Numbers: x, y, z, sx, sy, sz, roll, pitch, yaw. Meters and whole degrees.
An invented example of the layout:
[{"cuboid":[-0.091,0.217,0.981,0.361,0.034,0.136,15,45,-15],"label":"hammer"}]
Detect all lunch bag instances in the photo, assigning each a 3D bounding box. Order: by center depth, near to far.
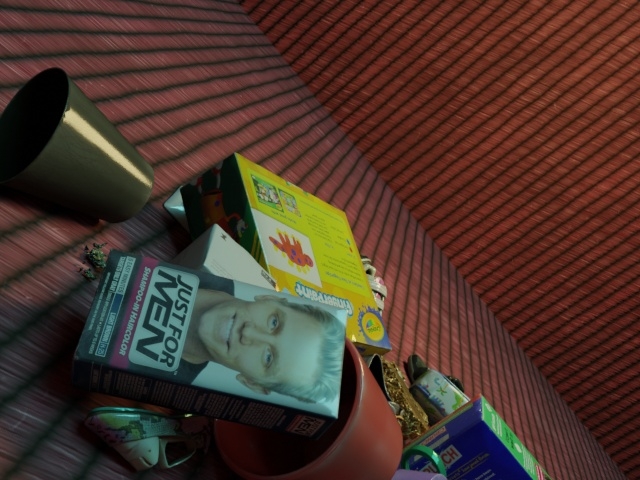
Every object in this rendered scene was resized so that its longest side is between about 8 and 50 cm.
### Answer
[{"cuboid":[0.322,0.437,1.807,0.219,0.090,0.176,44,-18,10],"label":"lunch bag"}]

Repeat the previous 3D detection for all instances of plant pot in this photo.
[{"cuboid":[0.000,0.301,1.164,0.243,0.275,0.275,48,15,-43],"label":"plant pot"}]

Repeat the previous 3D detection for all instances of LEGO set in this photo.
[{"cuboid":[-0.365,0.034,1.141,0.054,0.023,0.083,48,31,-4],"label":"LEGO set"}]

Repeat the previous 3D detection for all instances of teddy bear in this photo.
[{"cuboid":[0.150,0.362,1.675,0.245,0.113,0.338,48,9,-37],"label":"teddy bear"}]

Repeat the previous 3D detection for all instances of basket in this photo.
[{"cuboid":[-0.393,-0.133,1.162,0.154,0.204,0.227,11,-17,34],"label":"basket"}]

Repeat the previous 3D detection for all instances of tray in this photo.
[{"cuboid":[-0.223,-0.008,1.557,0.270,0.030,0.145,48,17,-13],"label":"tray"}]

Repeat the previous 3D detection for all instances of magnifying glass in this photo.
[{"cuboid":[0.207,0.511,1.401,0.026,0.092,0.231,-22,112,-50],"label":"magnifying glass"}]

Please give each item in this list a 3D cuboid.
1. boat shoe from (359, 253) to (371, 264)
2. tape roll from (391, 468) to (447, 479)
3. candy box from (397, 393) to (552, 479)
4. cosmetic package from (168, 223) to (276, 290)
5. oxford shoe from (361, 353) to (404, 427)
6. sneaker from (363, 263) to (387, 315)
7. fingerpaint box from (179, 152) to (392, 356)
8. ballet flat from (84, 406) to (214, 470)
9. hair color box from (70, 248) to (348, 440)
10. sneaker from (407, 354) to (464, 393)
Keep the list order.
[{"cuboid":[0.084,0.050,2.117,0.233,0.084,0.079,9,53,-63],"label":"boat shoe"},{"cuboid":[0.175,0.517,1.288,0.189,0.080,0.189,9,80,-59],"label":"tape roll"},{"cuboid":[0.324,0.528,1.474,0.317,0.268,0.122,50,16,-6],"label":"candy box"},{"cuboid":[-0.191,0.104,1.158,0.151,0.183,0.151,45,18,-19],"label":"cosmetic package"},{"cuboid":[0.103,0.386,1.409,0.130,0.132,0.364,36,29,-44],"label":"oxford shoe"},{"cuboid":[0.132,0.157,1.985,0.103,0.111,0.252,34,25,-44],"label":"sneaker"},{"cuboid":[-0.064,0.072,1.500,0.445,0.163,0.371,23,43,-56],"label":"fingerpaint box"},{"cuboid":[-0.221,0.269,0.961,0.221,0.077,0.079,25,52,-56],"label":"ballet flat"},{"cuboid":[-0.145,0.146,0.981,0.347,0.105,0.174,15,54,-11],"label":"hair color box"},{"cuboid":[0.326,0.393,1.982,0.087,0.130,0.227,41,18,-36],"label":"sneaker"}]
